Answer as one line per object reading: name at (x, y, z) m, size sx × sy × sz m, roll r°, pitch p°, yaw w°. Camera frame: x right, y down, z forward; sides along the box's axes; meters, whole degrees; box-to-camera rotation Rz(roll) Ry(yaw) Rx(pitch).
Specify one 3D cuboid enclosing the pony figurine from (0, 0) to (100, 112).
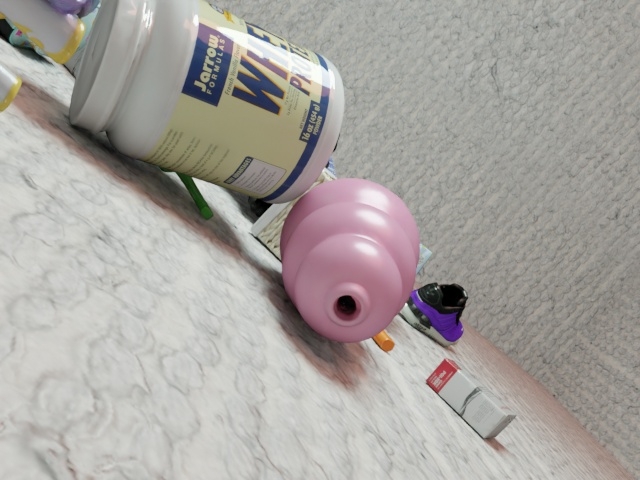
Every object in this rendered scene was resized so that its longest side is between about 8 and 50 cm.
pony figurine at (-0.348, -0.262, 0.476) m, size 0.363 × 0.302 × 0.351 m, roll 32°, pitch -23°, yaw -34°

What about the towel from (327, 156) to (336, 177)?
towel at (-0.065, -0.169, 1.523) m, size 0.243 × 0.040 × 0.336 m, roll 26°, pitch 29°, yaw -21°

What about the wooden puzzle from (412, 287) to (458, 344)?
wooden puzzle at (0.297, 0.207, 1.966) m, size 0.221 × 0.044 × 0.238 m, roll 33°, pitch 14°, yaw -52°

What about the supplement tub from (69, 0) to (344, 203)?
supplement tub at (-0.156, -0.201, 0.919) m, size 0.325 × 0.235 × 0.235 m, roll 17°, pitch 17°, yaw -30°

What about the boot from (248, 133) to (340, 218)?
boot at (-0.119, -0.180, 1.295) m, size 0.348 × 0.260 × 0.131 m, roll 27°, pitch -31°, yaw -20°

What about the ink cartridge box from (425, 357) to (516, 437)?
ink cartridge box at (0.256, 0.269, 1.116) m, size 0.135 × 0.056 × 0.099 m, roll 43°, pitch 7°, yaw 30°

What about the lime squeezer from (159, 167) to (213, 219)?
lime squeezer at (-0.220, -0.127, 1.075) m, size 0.110 × 0.059 × 0.310 m, roll 38°, pitch 5°, yaw -22°

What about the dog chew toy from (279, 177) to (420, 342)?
dog chew toy at (0.038, 0.033, 0.888) m, size 0.206 × 0.206 × 0.332 m, roll 39°, pitch 14°, yaw -8°

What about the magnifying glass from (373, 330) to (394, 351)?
magnifying glass at (0.066, 0.125, 1.178) m, size 0.092 × 0.026 × 0.231 m, roll 36°, pitch 5°, yaw -36°

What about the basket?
basket at (-0.016, -0.033, 1.141) m, size 0.103 × 0.167 × 0.113 m, roll 47°, pitch 8°, yaw 22°

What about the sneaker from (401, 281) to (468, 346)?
sneaker at (0.332, 0.184, 1.713) m, size 0.293 × 0.146 × 0.102 m, roll 29°, pitch 29°, yaw -49°

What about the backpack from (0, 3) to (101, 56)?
backpack at (-0.434, -0.394, 1.072) m, size 0.144 × 0.188 × 0.166 m, roll 40°, pitch 5°, yaw -5°

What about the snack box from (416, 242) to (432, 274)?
snack box at (0.154, 0.073, 1.366) m, size 0.070 × 0.174 × 0.207 m, roll 38°, pitch 6°, yaw 7°

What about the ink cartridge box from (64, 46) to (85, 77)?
ink cartridge box at (-0.395, -0.328, 1.204) m, size 0.150 × 0.109 × 0.063 m, roll 44°, pitch 8°, yaw 34°
